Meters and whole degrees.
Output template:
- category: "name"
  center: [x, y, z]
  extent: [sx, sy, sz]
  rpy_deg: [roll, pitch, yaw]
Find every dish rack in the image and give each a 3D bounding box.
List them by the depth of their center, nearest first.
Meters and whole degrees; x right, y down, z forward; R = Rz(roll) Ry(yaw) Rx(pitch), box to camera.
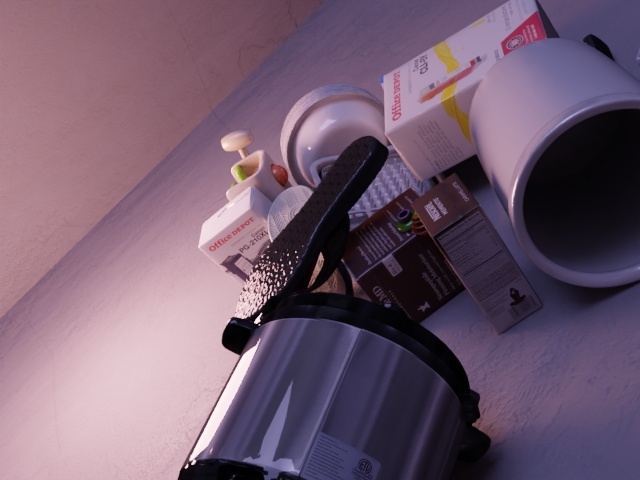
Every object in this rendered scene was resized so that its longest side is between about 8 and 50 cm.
- category: "dish rack"
  center: [0.139, -0.096, 1.952]
  extent: [0.285, 0.072, 0.333]
  rpy_deg: [-11, 36, -7]

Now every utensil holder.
- category: "utensil holder"
  center: [0.447, -0.156, 1.533]
  extent: [0.327, 0.328, 0.385]
  rpy_deg: [-31, 26, 13]

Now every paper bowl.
- category: "paper bowl"
  center: [0.053, -0.225, 2.137]
  extent: [0.284, 0.284, 0.148]
  rpy_deg: [-35, 28, 6]

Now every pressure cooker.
- category: "pressure cooker"
  center: [0.030, 0.281, 1.308]
  extent: [0.375, 0.370, 0.420]
  rpy_deg: [-8, 43, 38]

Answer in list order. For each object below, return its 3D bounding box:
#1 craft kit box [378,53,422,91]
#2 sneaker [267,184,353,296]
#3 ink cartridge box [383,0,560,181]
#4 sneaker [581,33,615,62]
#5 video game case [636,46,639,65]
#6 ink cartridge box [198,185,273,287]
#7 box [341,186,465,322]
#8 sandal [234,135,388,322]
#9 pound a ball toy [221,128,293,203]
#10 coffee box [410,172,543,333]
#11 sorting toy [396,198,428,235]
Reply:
- category: "craft kit box"
  center: [0.295, -0.341, 2.127]
  extent: [0.249, 0.061, 0.247]
  rpy_deg: [-26, 67, 20]
- category: "sneaker"
  center: [-0.014, 0.040, 1.891]
  extent: [0.131, 0.148, 0.350]
  rpy_deg: [-24, 51, 11]
- category: "ink cartridge box"
  center: [0.332, -0.332, 1.903]
  extent: [0.384, 0.160, 0.279]
  rpy_deg: [-28, 31, 23]
- category: "sneaker"
  center: [0.602, -0.366, 1.957]
  extent: [0.097, 0.084, 0.235]
  rpy_deg: [-49, 17, 35]
- category: "video game case"
  center: [0.770, -0.443, 1.877]
  extent: [0.173, 0.022, 0.190]
  rpy_deg: [-15, 25, 35]
- category: "ink cartridge box"
  center: [-0.136, 0.018, 2.019]
  extent: [0.172, 0.237, 0.100]
  rpy_deg: [-36, 26, 22]
- category: "box"
  center: [0.166, 0.038, 1.727]
  extent: [0.203, 0.168, 0.167]
  rpy_deg: [-37, 29, 1]
- category: "sandal"
  center: [0.002, -0.001, 1.716]
  extent: [0.446, 0.107, 0.167]
  rpy_deg: [-52, 24, -3]
- category: "pound a ball toy"
  center: [-0.104, -0.114, 2.115]
  extent: [0.135, 0.319, 0.208]
  rpy_deg: [-28, 29, 18]
- category: "coffee box"
  center: [0.273, 0.023, 1.541]
  extent: [0.098, 0.246, 0.141]
  rpy_deg: [-34, 27, 6]
- category: "sorting toy"
  center: [0.172, -0.045, 1.620]
  extent: [0.061, 0.042, 0.102]
  rpy_deg: [-47, 31, -15]
